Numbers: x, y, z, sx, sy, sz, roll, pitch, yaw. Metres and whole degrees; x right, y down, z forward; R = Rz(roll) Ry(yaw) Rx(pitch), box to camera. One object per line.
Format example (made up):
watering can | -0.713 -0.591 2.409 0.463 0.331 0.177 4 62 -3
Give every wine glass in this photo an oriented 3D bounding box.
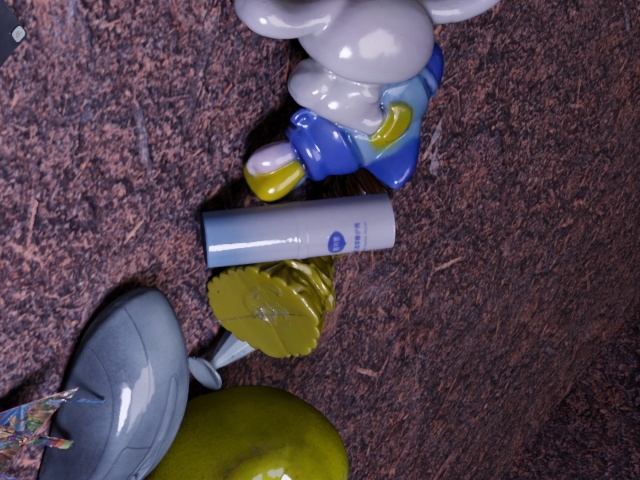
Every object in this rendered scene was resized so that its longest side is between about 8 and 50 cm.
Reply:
wine glass | -0.119 0.142 2.204 0.155 0.073 0.073 -41 149 -29

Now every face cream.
face cream | -0.031 -0.014 2.024 0.250 0.077 0.077 -6 135 -8

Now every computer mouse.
computer mouse | -0.258 0.239 1.988 0.188 0.122 0.371 -16 133 -56

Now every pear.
pear | -0.104 0.337 2.190 0.294 0.294 0.294 -44 150 -33

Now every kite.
kite | -0.358 0.238 1.852 0.183 0.010 0.160 -48 141 17

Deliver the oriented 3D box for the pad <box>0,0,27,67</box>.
pad | -0.365 -0.160 1.495 0.193 0.004 0.116 -54 154 -14

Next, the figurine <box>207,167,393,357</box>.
figurine | 0.003 0.003 2.179 0.315 0.168 0.187 -50 -177 -36

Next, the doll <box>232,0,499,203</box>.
doll | 0.045 -0.215 2.004 0.376 0.187 0.366 2 131 -14
